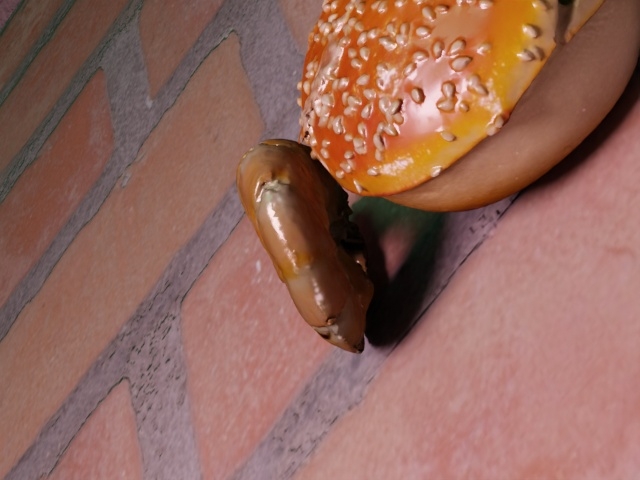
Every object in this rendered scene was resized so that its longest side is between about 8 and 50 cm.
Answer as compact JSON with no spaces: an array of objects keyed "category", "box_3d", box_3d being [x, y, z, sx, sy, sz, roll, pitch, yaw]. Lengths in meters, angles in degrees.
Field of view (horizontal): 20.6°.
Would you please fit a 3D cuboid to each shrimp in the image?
[{"category":"shrimp","box_3d":[-0.001,0.000,1.136,0.061,0.145,0.267,-28,2,2]}]

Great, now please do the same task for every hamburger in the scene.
[{"category":"hamburger","box_3d":[0.082,-0.118,1.036,0.237,0.147,0.237,-33,30,22]}]
